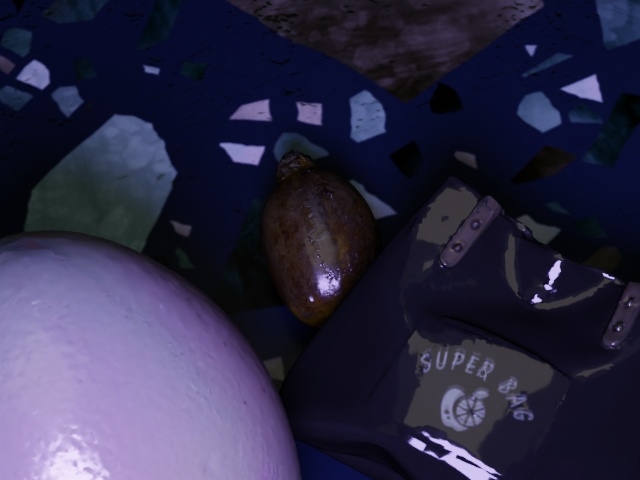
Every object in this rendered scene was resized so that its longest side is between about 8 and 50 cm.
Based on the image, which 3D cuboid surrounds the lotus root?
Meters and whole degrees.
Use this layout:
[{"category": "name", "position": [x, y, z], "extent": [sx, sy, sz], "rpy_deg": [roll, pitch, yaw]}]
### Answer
[{"category": "lotus root", "position": [0.000, 0.000, 1.269], "extent": [0.120, 0.120, 0.209], "rpy_deg": [-15, 71, -5]}]

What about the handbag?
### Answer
[{"category": "handbag", "position": [0.159, 0.119, 1.142], "extent": [0.342, 0.152, 0.288], "rpy_deg": [27, 89, 12]}]

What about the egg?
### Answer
[{"category": "egg", "position": [-0.196, 0.150, 1.014], "extent": [0.354, 0.339, 0.354], "rpy_deg": [-4, 26, 2]}]
